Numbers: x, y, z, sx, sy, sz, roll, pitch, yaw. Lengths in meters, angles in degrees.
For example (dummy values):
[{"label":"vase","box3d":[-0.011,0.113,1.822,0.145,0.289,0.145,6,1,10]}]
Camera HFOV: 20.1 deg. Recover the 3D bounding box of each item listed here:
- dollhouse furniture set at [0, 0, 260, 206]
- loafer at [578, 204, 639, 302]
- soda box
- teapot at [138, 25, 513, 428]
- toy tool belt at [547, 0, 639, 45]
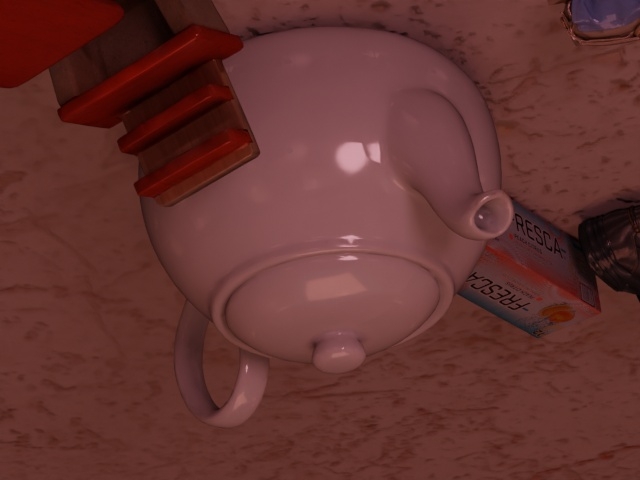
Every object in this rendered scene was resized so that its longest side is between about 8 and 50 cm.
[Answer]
[{"label":"dollhouse furniture set","box3d":[-0.140,-0.102,0.914,0.262,0.135,0.259,-29,164,22]},{"label":"loafer","box3d":[0.264,0.022,1.370,0.061,0.062,0.170,-29,145,28]},{"label":"soda box","box3d":[0.132,0.011,1.328,0.063,0.058,0.183,-24,145,31]},{"label":"teapot","box3d":[0.000,0.000,1.154,0.253,0.187,0.256,-9,152,7]},{"label":"toy tool belt","box3d":[0.179,-0.145,1.062,0.083,0.052,0.051,-17,157,20]}]
